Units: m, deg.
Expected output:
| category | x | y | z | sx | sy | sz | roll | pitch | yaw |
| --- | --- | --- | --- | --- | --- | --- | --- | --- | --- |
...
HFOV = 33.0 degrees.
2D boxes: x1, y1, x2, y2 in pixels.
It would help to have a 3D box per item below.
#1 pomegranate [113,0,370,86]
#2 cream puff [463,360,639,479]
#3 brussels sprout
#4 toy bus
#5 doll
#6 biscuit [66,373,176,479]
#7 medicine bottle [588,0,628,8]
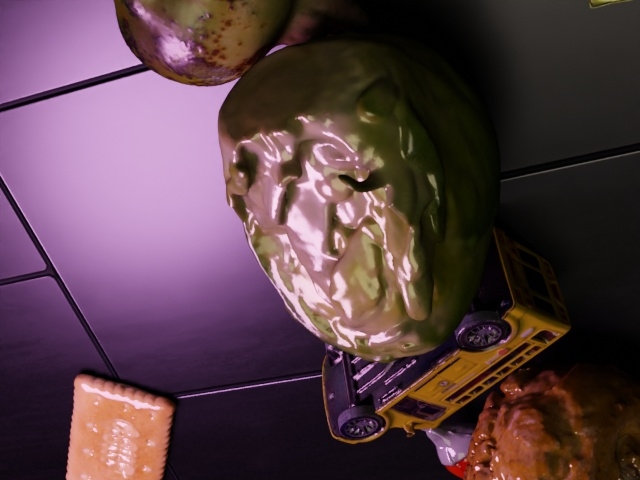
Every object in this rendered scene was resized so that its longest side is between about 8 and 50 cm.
| category | x | y | z | sx | sy | sz | roll | pitch | yaw |
| --- | --- | --- | --- | --- | --- | --- | --- | --- | --- |
| pomegranate | -0.083 | -0.257 | 1.103 | 0.276 | 0.204 | 0.222 | 30 | 124 | -9 |
| cream puff | 0.325 | 0.312 | 1.368 | 0.231 | 0.343 | 0.327 | -13 | 82 | 48 |
| brussels sprout | 0.043 | -0.062 | 1.149 | 0.275 | 0.315 | 0.371 | -1 | 140 | 27 |
| toy bus | 0.146 | 0.137 | 1.356 | 0.151 | 0.145 | 0.331 | 23 | 130 | -33 |
| doll | 0.225 | 0.302 | 1.500 | 0.227 | 0.075 | 0.102 | 31 | 136 | -20 |
| biscuit | -0.314 | 0.315 | 1.669 | 0.160 | 0.030 | 0.250 | 17 | 127 | 2 |
| medicine bottle | 0.349 | -0.328 | 0.991 | 0.250 | 0.141 | 0.137 | -10 | 125 | 20 |
